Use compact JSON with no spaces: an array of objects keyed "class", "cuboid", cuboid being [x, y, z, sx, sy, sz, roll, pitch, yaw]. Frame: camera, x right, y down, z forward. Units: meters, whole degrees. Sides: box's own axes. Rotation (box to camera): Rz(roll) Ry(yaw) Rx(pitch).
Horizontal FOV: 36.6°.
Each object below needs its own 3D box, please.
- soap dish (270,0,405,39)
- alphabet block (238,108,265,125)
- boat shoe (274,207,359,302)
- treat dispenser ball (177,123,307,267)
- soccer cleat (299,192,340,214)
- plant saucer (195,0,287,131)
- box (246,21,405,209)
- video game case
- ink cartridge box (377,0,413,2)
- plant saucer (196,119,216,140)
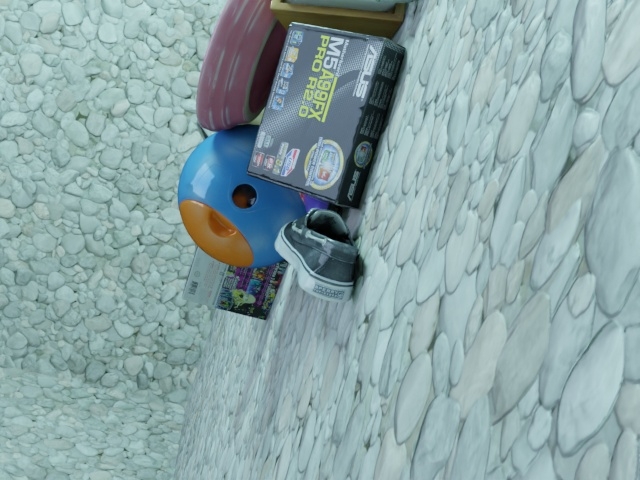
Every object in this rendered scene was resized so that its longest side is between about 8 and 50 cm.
[{"class":"soap dish","cuboid":[0.048,-0.484,1.723,0.118,0.229,0.291,88,-170,-57]},{"class":"alphabet block","cuboid":[-0.077,-0.331,2.274,0.193,0.197,0.192,-178,104,-81]},{"class":"boat shoe","cuboid":[0.000,0.000,1.482,0.301,0.108,0.102,-117,43,-74]},{"class":"treat dispenser ball","cuboid":[-0.141,-0.088,1.929,0.288,0.288,0.288,-164,90,-81]},{"class":"soccer cleat","cuboid":[-0.013,-0.121,1.741,0.318,0.116,0.109,-84,13,-51]},{"class":"plant saucer","cuboid":[-0.125,-0.351,1.807,0.332,0.084,0.332,23,-90,-85]},{"class":"box","cuboid":[0.004,-0.207,1.576,0.216,0.060,0.270,21,97,41]},{"class":"video game case","cuboid":[-0.194,0.069,2.246,0.042,0.210,0.232,-87,14,-53]},{"class":"ink cartridge box","cuboid":[0.087,-0.501,1.553,0.208,0.087,0.153,50,135,33]},{"class":"plant saucer","cuboid":[-0.172,-0.144,2.395,0.400,0.100,0.400,59,174,11]}]
